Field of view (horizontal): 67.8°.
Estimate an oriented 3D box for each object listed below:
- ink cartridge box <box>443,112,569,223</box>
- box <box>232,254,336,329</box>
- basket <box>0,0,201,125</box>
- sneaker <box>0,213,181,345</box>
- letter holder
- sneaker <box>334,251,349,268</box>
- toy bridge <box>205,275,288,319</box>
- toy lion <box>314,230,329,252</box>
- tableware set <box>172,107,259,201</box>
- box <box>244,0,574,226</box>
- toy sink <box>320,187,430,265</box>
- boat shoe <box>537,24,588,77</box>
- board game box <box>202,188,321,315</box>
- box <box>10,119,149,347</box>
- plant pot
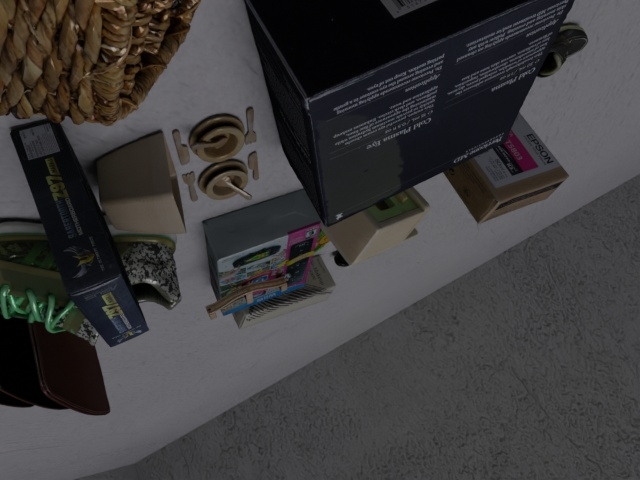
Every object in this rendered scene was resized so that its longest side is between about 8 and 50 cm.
[{"bbox_3d":[0.346,-0.172,0.964,0.193,0.235,0.088,-20,158,-21],"label":"ink cartridge box"},{"bbox_3d":[-0.106,0.135,1.276,0.275,0.113,0.094,-16,154,-30],"label":"box"},{"bbox_3d":[-0.127,-0.220,0.317,0.223,0.213,0.299,-3,149,-38],"label":"basket"},{"bbox_3d":[-0.391,0.074,0.707,0.410,0.182,0.158,-14,154,-30],"label":"sneaker"},{"bbox_3d":[-0.528,0.245,0.878,0.152,0.214,0.302,-23,158,-14],"label":"letter holder"},{"bbox_3d":[0.106,0.028,1.350,0.170,0.063,0.075,-33,164,24],"label":"sneaker"},{"bbox_3d":[-0.157,0.117,1.034,0.188,0.026,0.063,-21,156,-14],"label":"toy bridge"},{"bbox_3d":[0.000,0.000,1.215,0.096,0.034,0.100,-23,159,-32],"label":"toy lion"},{"bbox_3d":[-0.154,-0.118,0.756,0.128,0.039,0.194,-22,157,-15],"label":"tableware set"},{"bbox_3d":[0.109,-0.219,0.660,0.343,0.179,0.312,-25,157,-7],"label":"box"},{"bbox_3d":[0.125,-0.071,1.015,0.234,0.153,0.131,-19,153,-40],"label":"toy sink"},{"bbox_3d":[0.421,-0.342,0.895,0.223,0.073,0.080,-19,157,-20],"label":"boat shoe"},{"bbox_3d":[-0.131,0.037,1.052,0.224,0.097,0.303,-20,157,-18],"label":"board game box"},{"bbox_3d":[-0.292,-0.003,0.590,0.059,0.233,0.183,-23,158,-20],"label":"box"},{"bbox_3d":[-0.253,-0.070,0.670,0.096,0.109,0.109,-12,155,-11],"label":"plant pot"}]
